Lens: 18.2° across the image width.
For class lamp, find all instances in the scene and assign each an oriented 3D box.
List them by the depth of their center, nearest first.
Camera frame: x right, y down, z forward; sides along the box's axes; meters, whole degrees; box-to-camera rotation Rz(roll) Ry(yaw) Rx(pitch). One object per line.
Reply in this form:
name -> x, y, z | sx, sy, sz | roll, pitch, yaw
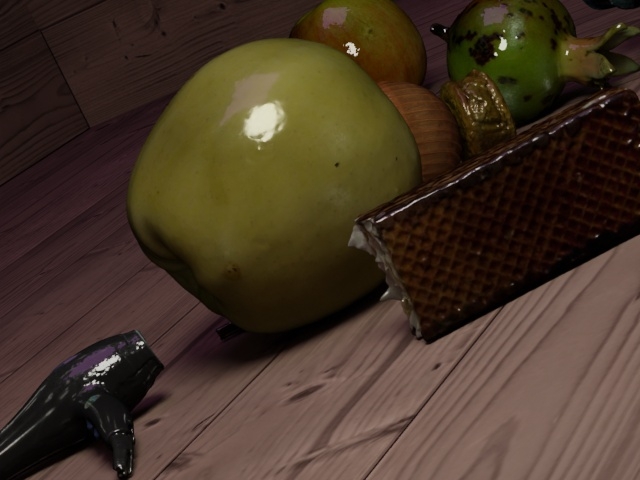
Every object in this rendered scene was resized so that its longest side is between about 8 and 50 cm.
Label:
lamp -> 0.076, -0.093, 2.002 | 0.136, 0.136, 0.136 | -25, 11, 5

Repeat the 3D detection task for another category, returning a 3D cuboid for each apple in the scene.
apple -> -0.037, -0.044, 1.741 | 0.262, 0.262, 0.262 | -25, 11, 5
apple -> 0.045, -0.249, 2.712 | 0.196, 0.196, 0.196 | -25, 11, 5

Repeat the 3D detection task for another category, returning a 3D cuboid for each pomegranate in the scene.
pomegranate -> 0.233, -0.209, 2.156 | 0.220, 0.156, 0.156 | -13, 17, 37

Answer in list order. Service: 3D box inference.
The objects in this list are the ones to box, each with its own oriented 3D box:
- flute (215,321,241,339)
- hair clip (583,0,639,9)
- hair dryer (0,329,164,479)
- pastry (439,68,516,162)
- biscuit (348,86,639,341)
flute -> 0.020, 0.025, 1.880 | 0.269, 0.014, 0.014 | -29, 11, -13
hair clip -> 0.430, -0.344, 2.170 | 0.310, 0.206, 0.194 | -44, 11, -2
hair dryer -> -0.198, 0.164, 1.640 | 0.195, 0.075, 0.219 | -38, 20, -8
pastry -> 0.159, -0.123, 2.046 | 0.057, 0.097, 0.109 | -24, -2, -13
biscuit -> 0.150, -0.022, 1.547 | 0.252, 0.106, 0.070 | -27, 10, -6
